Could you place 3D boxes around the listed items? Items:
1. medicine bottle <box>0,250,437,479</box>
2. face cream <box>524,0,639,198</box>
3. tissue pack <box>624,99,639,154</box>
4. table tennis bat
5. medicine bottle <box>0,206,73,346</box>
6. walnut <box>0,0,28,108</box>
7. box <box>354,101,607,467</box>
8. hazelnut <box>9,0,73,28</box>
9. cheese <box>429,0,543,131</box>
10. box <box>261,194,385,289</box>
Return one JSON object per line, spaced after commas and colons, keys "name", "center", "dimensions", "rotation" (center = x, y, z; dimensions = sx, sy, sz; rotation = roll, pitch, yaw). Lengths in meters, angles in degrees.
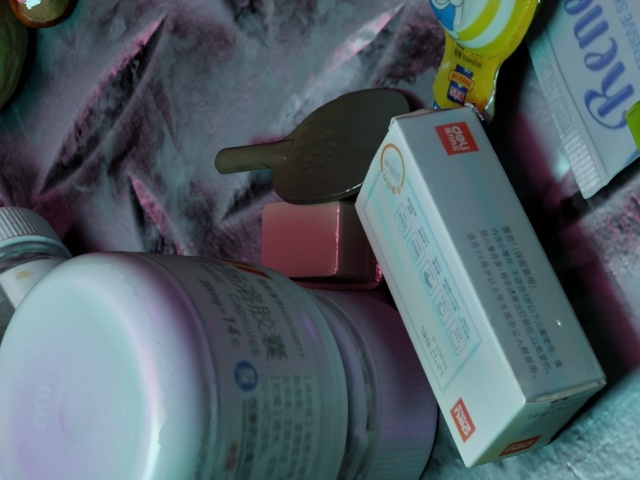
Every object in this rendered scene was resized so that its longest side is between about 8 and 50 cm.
{"name": "medicine bottle", "center": [-0.081, 0.142, 1.095], "dimensions": [0.256, 0.325, 0.256], "rotation": [-6, 82, 46]}
{"name": "face cream", "center": [0.295, -0.225, 0.931], "dimensions": [0.420, 0.137, 0.234], "rotation": [-39, 61, 49]}
{"name": "tissue pack", "center": [0.344, 0.004, 0.799], "dimensions": [0.200, 0.167, 0.274], "rotation": [-32, 63, 36]}
{"name": "table tennis bat", "center": [-0.011, -0.085, 1.223], "dimensions": [0.234, 0.022, 0.131], "rotation": [-3, 52, 42]}
{"name": "medicine bottle", "center": [-0.313, 0.099, 1.443], "dimensions": [0.273, 0.165, 0.165], "rotation": [51, 120, 36]}
{"name": "walnut", "center": [-0.462, -0.244, 1.611], "dimensions": [0.213, 0.213, 0.213], "rotation": [-6, 82, 44]}
{"name": "box", "center": [0.120, 0.032, 1.046], "dimensions": [0.135, 0.079, 0.269], "rotation": [114, 139, -55]}
{"name": "hazelnut", "center": [-0.334, -0.295, 1.570], "dimensions": [0.086, 0.086, 0.086], "rotation": [-6, 82, 44]}
{"name": "cheese", "center": [0.133, -0.195, 1.081], "dimensions": [0.177, 0.069, 0.270], "rotation": [-135, 47, -57]}
{"name": "box", "center": [0.000, 0.000, 1.212], "dimensions": [0.122, 0.062, 0.089], "rotation": [-2, 84, 46]}
